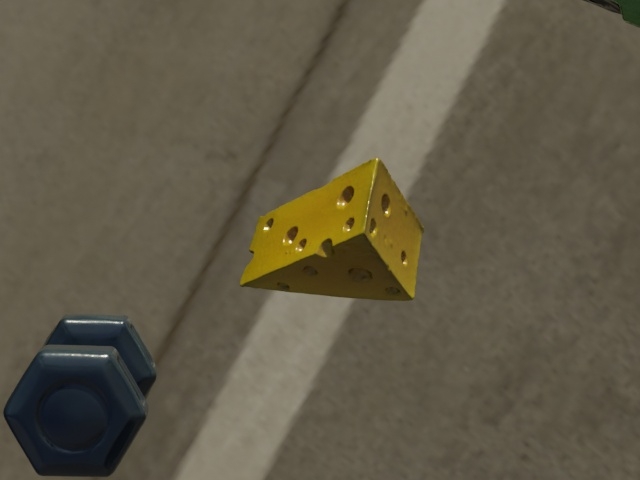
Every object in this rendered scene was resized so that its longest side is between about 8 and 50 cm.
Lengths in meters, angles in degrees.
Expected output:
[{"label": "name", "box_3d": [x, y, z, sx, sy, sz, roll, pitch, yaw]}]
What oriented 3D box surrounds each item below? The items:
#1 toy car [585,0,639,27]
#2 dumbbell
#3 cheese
[{"label": "toy car", "box_3d": [0.245, -0.302, 1.301, 0.213, 0.176, 0.359, 27, 72, 30]}, {"label": "dumbbell", "box_3d": [-0.272, 0.174, 1.952, 0.156, 0.143, 0.316, -59, 6, 4]}, {"label": "cheese", "box_3d": [0.000, 0.000, 1.665, 0.171, 0.126, 0.093, -6, 54, 27]}]
